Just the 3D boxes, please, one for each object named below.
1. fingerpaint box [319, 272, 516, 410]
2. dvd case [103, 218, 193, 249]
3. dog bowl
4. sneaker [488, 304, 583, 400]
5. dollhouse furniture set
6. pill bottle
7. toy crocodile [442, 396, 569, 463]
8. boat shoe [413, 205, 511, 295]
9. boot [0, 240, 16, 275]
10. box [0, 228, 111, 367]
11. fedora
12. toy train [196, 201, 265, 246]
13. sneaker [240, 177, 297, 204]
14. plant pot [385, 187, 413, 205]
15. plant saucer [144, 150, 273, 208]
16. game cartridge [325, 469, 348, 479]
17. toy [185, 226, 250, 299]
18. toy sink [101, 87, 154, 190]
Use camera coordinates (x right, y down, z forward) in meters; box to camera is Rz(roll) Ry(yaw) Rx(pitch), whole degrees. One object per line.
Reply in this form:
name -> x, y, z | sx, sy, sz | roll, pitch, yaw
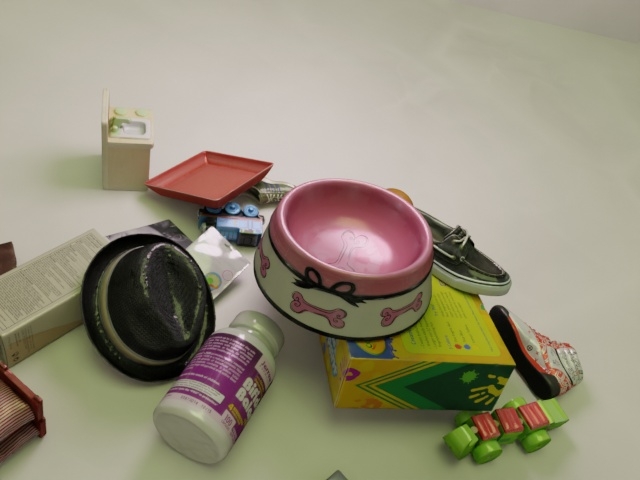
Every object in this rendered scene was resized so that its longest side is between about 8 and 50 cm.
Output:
fingerpaint box -> 0.185, 0.181, 1.491 | 0.371, 0.163, 0.444 | 5, 34, -14
dvd case -> -0.411, 0.023, 1.564 | 0.164, 0.018, 0.221 | 41, 35, 20
dog bowl -> 0.063, 0.018, 1.374 | 0.408, 0.150, 0.408 | 7, 39, -6
sneaker -> 0.556, 0.272, 1.628 | 0.145, 0.090, 0.270 | -12, 56, -28
dollhouse furniture set -> -0.713, 0.282, 1.161 | 0.374, 0.152, 0.201 | 34, 47, 14
pill bottle -> -0.195, 0.290, 1.310 | 0.169, 0.169, 0.301 | 27, 46, 8
toy crocodile -> 0.423, 0.419, 1.431 | 0.341, 0.105, 0.115 | -5, 50, -23
boat shoe -> 0.308, 0.019, 1.519 | 0.335, 0.119, 0.121 | 27, 35, 18
boot -> -0.768, 0.095, 1.365 | 0.207, 0.090, 0.248 | -7, 47, -21
box -> -0.583, 0.117, 1.382 | 0.148, 0.121, 0.311 | 40, 49, 20
fedora -> -0.340, 0.127, 1.346 | 0.334, 0.152, 0.334 | 14, 64, -30
toy train -> -0.238, -0.044, 1.681 | 0.184, 0.080, 0.105 | 6, 52, -13
sneaker -> -0.148, -0.130, 1.807 | 0.192, 0.064, 0.086 | 20, 52, 2
plant pot -> 0.175, -0.060, 1.759 | 0.205, 0.205, 0.188 | 29, 31, 10
plant saucer -> -0.300, -0.165, 1.733 | 0.259, 0.047, 0.258 | 14, 34, 28
game cartridge -> 0.072, 0.627, 1.155 | 0.230, 0.068, 0.355 | -26, 60, -40
toy -> -0.300, 0.090, 1.539 | 0.137, 0.056, 0.237 | 44, 54, -1
toy sink -> -0.515, -0.269, 1.693 | 0.131, 0.234, 0.152 | 0, 47, -17
